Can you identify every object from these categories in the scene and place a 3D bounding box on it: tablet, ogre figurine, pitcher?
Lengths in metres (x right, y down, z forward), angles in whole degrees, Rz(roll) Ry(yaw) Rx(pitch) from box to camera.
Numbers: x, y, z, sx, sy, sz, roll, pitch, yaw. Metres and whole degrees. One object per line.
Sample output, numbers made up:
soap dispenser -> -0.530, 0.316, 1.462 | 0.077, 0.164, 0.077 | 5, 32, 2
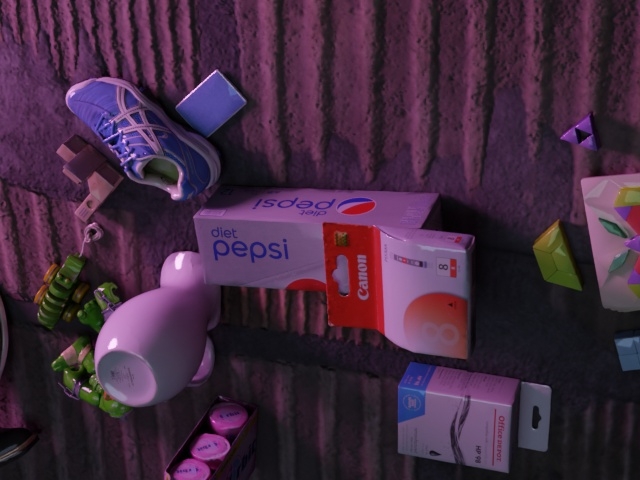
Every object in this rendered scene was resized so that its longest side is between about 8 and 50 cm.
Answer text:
tablet -> -0.131, -0.163, 1.777 | 0.054, 0.006, 0.083 | 47, 124, -8
ogre figurine -> -0.278, 0.156, 1.959 | 0.118, 0.097, 0.197 | 40, 110, 18
pitcher -> -0.189, 0.137, 1.842 | 0.126, 0.207, 0.177 | -2, 117, 22

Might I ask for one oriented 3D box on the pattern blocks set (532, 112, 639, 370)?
pattern blocks set -> 0.377, -0.003, 1.655 | 0.285, 0.026, 0.324 | -20, 109, 29

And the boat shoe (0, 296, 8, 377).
boat shoe -> -0.500, 0.186, 2.021 | 0.109, 0.091, 0.304 | 13, 103, 20

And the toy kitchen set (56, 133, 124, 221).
toy kitchen set -> -0.309, -0.072, 1.857 | 0.083, 0.068, 0.075 | 42, 123, -3

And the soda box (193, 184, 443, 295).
soda box -> 0.000, 0.000, 1.762 | 0.286, 0.091, 0.098 | 3, 119, 19

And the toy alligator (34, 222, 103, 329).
toy alligator -> -0.336, 0.057, 1.947 | 0.056, 0.051, 0.189 | 32, 124, 2

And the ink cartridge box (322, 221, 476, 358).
ink cartridge box -> 0.086, 0.055, 1.679 | 0.179, 0.045, 0.145 | 4, 119, 15

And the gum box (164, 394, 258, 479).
gum box -> -0.144, 0.301, 1.923 | 0.062, 0.188, 0.107 | 13, 121, 14

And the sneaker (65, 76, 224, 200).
sneaker -> -0.219, -0.124, 1.784 | 0.211, 0.081, 0.080 | 31, 131, 5

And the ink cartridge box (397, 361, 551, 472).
ink cartridge box -> 0.189, 0.220, 1.827 | 0.180, 0.060, 0.104 | 8, 119, 17

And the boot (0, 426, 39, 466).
boot -> -0.508, 0.258, 2.114 | 0.198, 0.077, 0.137 | -14, 106, 26
